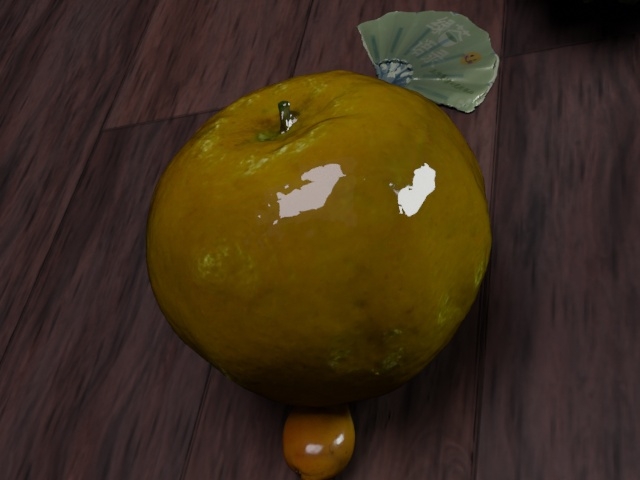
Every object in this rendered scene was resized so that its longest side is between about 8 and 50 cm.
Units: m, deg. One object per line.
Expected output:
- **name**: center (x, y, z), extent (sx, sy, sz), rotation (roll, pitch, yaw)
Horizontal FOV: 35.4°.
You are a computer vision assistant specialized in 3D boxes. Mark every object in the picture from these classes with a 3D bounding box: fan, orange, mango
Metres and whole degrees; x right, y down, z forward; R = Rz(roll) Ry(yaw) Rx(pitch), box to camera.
- **fan**: center (0.116, -0.205, 1.100), extent (0.131, 0.009, 0.240), rotation (-33, 43, -8)
- **orange**: center (0.000, 0.000, 0.795), extent (0.279, 0.235, 0.279), rotation (-15, 31, 9)
- **mango**: center (0.000, 0.152, 0.796), extent (0.060, 0.046, 0.089), rotation (-7, 34, 19)

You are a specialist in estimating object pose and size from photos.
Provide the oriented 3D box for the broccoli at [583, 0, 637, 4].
- **broccoli**: center (0.341, -0.366, 0.990), extent (0.324, 0.272, 0.334), rotation (-2, 24, -30)
